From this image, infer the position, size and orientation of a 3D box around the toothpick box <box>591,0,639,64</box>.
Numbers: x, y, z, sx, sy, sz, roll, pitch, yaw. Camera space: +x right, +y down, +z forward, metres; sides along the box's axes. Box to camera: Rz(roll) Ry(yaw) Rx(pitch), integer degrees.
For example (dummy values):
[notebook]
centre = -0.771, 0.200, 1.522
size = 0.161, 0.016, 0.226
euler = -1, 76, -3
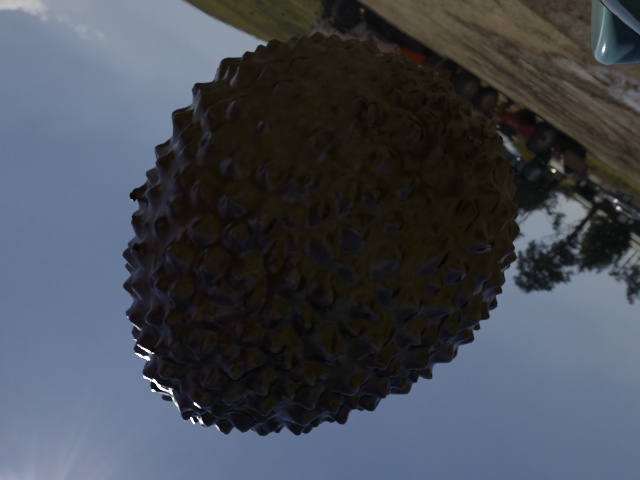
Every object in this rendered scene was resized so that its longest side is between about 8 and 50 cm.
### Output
[toothpick box]
centre = 0.353, -0.225, 0.566
size = 0.184, 0.120, 0.120
euler = 2, -170, 15

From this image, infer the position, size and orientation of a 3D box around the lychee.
[lychee]
centre = 0.000, 0.000, 0.632
size = 0.380, 0.432, 0.380
euler = 30, 156, 15

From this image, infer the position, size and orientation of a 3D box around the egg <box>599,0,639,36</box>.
[egg]
centre = 0.270, -0.209, 0.366
size = 0.296, 0.218, 0.218
euler = 25, -166, 15
